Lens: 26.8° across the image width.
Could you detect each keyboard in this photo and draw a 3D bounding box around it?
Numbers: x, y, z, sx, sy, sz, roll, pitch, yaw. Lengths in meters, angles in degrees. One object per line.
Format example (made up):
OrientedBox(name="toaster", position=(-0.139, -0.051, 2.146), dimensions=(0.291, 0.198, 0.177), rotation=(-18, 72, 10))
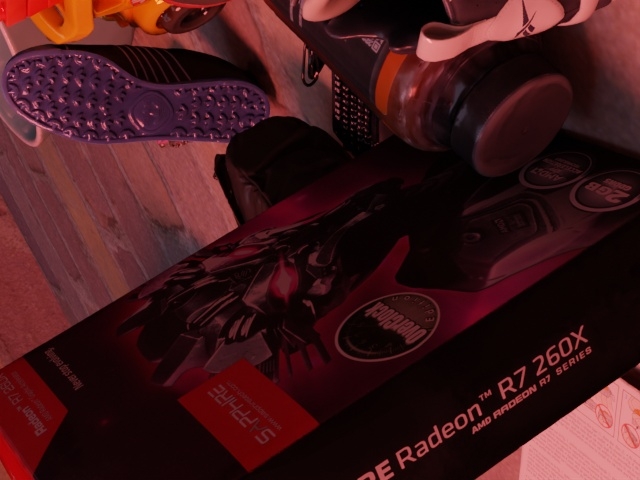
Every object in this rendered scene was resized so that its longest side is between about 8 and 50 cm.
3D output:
OrientedBox(name="keyboard", position=(0.015, -0.121, 0.987), dimensions=(0.100, 0.038, 0.192), rotation=(50, 159, 28))

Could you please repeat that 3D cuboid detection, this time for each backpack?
OrientedBox(name="backpack", position=(0.000, 0.000, 1.083), dimensions=(0.152, 0.115, 0.182), rotation=(59, 172, 40))

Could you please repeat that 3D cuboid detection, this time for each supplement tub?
OrientedBox(name="supplement tub", position=(0.054, -0.122, 0.772), dimensions=(0.198, 0.106, 0.106), rotation=(49, 159, 30))

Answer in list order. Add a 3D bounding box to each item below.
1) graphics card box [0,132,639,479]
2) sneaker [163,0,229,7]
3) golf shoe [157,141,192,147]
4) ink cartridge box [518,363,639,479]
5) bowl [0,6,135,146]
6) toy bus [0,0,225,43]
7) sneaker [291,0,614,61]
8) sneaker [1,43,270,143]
OrientedBox(name="graphics card box", position=(0.008, 0.061, 0.753), dimensions=(0.233, 0.371, 0.094), rotation=(31, 147, 58))
OrientedBox(name="sneaker", position=(-0.058, -0.247, 0.704), dimensions=(0.135, 0.098, 0.276), rotation=(170, 112, -74))
OrientedBox(name="golf shoe", position=(-0.140, -0.138, 1.321), dimensions=(0.086, 0.067, 0.186), rotation=(65, 161, -12))
OrientedBox(name="ink cartridge box", position=(0.212, 0.153, 0.905), dimensions=(0.181, 0.056, 0.224), rotation=(38, 134, 49))
OrientedBox(name="bowl", position=(-0.301, -0.271, 1.389), dimensions=(0.311, 0.163, 0.311), rotation=(51, 161, 25))
OrientedBox(name="toy bus", position=(-0.189, -0.229, 1.084), dimensions=(0.149, 0.211, 0.220), rotation=(55, 163, 9))
OrientedBox(name="sneaker", position=(0.030, -0.178, 0.672), dimensions=(0.235, 0.153, 0.094), rotation=(54, 160, 17))
OrientedBox(name="sneaker", position=(-0.163, -0.130, 1.170), dimensions=(0.090, 0.232, 0.081), rotation=(-129, 49, -63))
